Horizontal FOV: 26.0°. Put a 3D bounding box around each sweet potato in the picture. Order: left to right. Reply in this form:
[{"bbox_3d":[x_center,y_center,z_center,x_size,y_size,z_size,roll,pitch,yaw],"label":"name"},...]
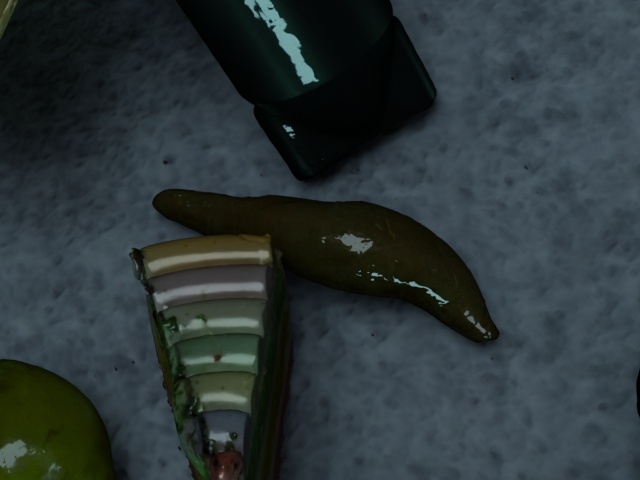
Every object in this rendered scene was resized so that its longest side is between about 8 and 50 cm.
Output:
[{"bbox_3d":[-0.002,-0.001,0.858,0.249,0.069,0.059,17,70,19],"label":"sweet potato"}]

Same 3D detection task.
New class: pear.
[{"bbox_3d":[-0.183,0.131,0.841,0.131,0.107,0.107,31,81,33],"label":"pear"}]

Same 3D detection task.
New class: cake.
[{"bbox_3d":[-0.043,0.088,0.775,0.090,0.109,0.225,-11,37,-10],"label":"cake"}]

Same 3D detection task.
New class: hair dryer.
[{"bbox_3d":[-0.070,-0.181,0.916,0.116,0.244,0.302,-39,33,-11],"label":"hair dryer"}]

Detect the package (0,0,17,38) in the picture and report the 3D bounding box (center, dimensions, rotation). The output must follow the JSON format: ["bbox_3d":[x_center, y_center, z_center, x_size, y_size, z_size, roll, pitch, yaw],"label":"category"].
[{"bbox_3d":[-0.243,-0.216,0.890,0.165,0.311,0.221,-9,109,-24],"label":"package"}]

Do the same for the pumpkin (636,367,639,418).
[{"bbox_3d":[0.269,0.069,0.696,0.220,0.162,0.220,-34,43,40],"label":"pumpkin"}]
